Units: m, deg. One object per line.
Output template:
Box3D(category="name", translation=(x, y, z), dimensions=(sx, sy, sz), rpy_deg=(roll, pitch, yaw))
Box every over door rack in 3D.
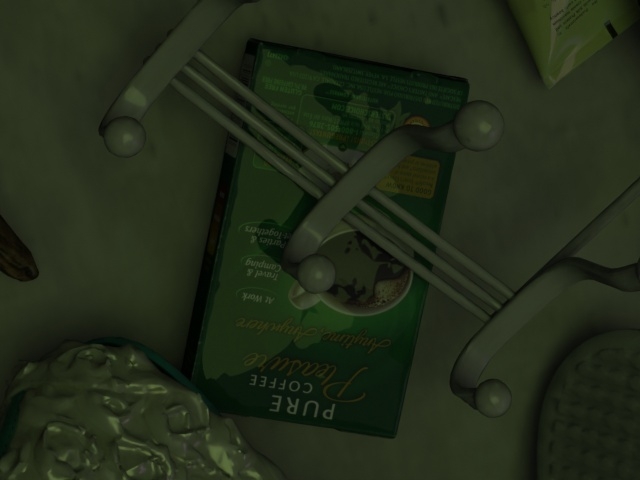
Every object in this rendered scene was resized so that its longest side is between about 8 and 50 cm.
Box3D(category="over door rack", translation=(0.090, -0.096, 0.757), dimensions=(0.239, 0.108, 0.324), rpy_deg=(37, 104, -18))

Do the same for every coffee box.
Box3D(category="coffee box", translation=(0.000, 0.000, 0.861), dimensions=(0.113, 0.040, 0.184), rpy_deg=(8, 97, -16))

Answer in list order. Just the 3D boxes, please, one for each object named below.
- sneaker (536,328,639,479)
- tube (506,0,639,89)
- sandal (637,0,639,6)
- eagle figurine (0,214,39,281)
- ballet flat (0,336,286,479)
Box3D(category="sneaker", translation=(0.211, 0.202, 0.900), dimensions=(0.127, 0.126, 0.321), rpy_deg=(5, 66, -51))
Box3D(category="tube", translation=(0.087, -0.194, 0.848), dimensions=(0.070, 0.062, 0.240), rpy_deg=(-22, 115, 32))
Box3D(category="sandal", translation=(0.180, -0.213, 0.832), dimensions=(0.120, 0.086, 0.303), rpy_deg=(-43, 115, -35))
Box3D(category="eagle figurine", translation=(-0.263, 0.052, 0.699), dimensions=(0.298, 0.225, 0.226), rpy_deg=(-43, 118, -12))
Box3D(category="ballet flat", translation=(-0.011, 0.217, 0.838), dimensions=(0.409, 0.147, 0.147), rpy_deg=(41, 87, -13))
